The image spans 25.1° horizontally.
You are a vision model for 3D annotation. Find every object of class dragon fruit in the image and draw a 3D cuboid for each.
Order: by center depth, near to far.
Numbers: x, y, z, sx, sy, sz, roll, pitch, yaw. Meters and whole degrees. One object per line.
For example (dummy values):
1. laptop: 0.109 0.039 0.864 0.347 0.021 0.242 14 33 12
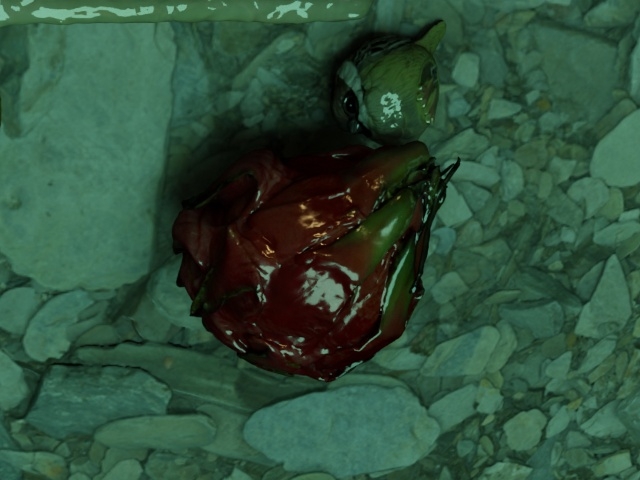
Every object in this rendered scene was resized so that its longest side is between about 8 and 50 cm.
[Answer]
1. dragon fruit: 0.000 0.000 1.272 0.234 0.233 0.293 18 133 -30

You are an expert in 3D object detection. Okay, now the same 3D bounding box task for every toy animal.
1. toy animal: 0.061 -0.147 1.301 0.098 0.137 0.098 14 149 9

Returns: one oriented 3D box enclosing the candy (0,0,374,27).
1. candy: -0.126 -0.253 1.080 0.321 0.179 0.135 -4 125 -18
